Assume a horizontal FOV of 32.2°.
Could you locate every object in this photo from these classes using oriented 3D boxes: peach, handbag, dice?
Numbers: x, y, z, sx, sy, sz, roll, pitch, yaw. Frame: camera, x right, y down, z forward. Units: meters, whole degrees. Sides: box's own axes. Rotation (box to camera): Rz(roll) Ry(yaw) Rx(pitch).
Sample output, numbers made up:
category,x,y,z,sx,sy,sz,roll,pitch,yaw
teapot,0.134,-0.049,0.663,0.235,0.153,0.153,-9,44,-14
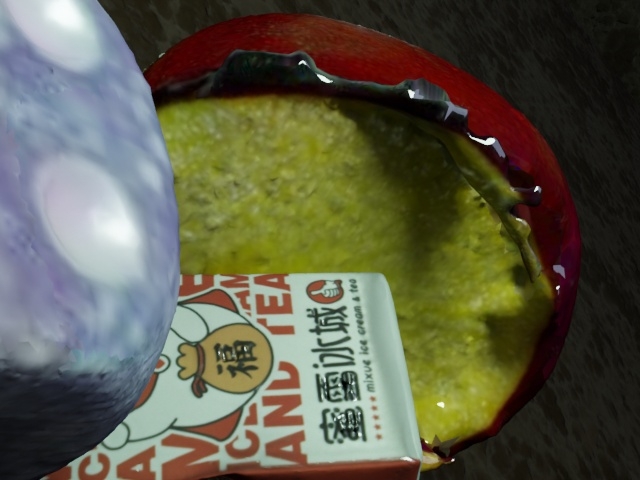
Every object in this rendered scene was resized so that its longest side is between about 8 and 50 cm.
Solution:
category,x,y,z,sx,sy,sz,roll,pitch,yaw
peach,0.000,0.000,0.881,0.353,0.339,0.416,40,16,35
handbag,-0.095,0.121,0.682,0.171,0.298,0.151,-98,-170,-48
dice,-0.250,-0.013,0.527,0.270,0.270,0.271,18,49,-52

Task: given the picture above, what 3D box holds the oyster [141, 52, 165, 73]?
category,x,y,z,sx,sy,sz,roll,pitch,yaw
oyster,-0.139,-0.115,1.039,0.177,0.064,0.125,35,50,-56
